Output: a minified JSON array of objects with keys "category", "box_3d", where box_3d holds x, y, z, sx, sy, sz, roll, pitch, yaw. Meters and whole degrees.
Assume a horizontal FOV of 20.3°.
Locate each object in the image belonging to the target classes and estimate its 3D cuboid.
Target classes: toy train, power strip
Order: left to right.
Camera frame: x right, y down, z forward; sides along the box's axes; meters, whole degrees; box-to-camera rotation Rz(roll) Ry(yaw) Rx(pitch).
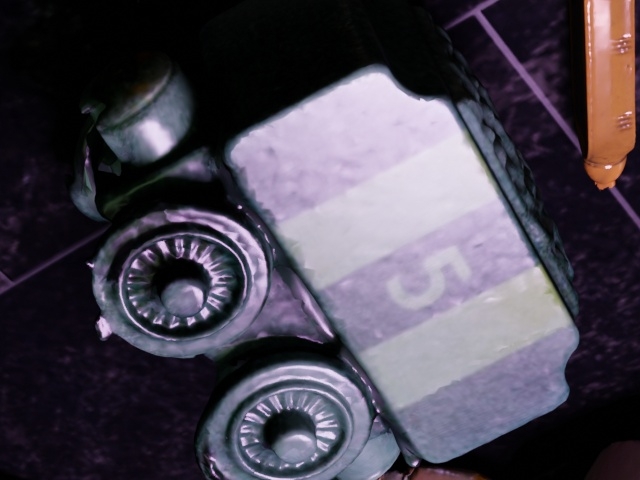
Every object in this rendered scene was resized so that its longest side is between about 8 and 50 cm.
[{"category":"toy train","box_3d":[0.000,0.000,0.977,0.238,0.167,0.299,-26,127,8]},{"category":"power strip","box_3d":[0.151,-0.098,0.958,0.028,0.049,0.178,-8,129,0]}]

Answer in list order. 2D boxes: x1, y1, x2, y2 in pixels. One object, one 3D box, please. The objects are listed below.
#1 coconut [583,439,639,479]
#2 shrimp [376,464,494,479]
[{"category":"coconut","box_3d":[0.223,0.197,1.134,0.147,0.153,0.147,30,154,16]},{"category":"shrimp","box_3d":[0.048,0.251,1.236,0.145,0.061,0.267,24,129,-8]}]
